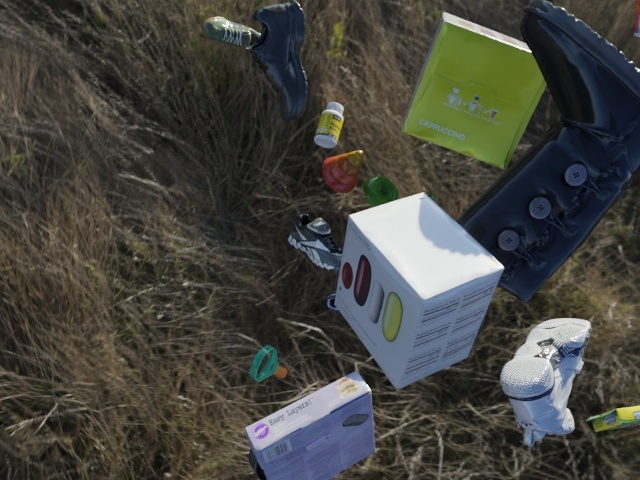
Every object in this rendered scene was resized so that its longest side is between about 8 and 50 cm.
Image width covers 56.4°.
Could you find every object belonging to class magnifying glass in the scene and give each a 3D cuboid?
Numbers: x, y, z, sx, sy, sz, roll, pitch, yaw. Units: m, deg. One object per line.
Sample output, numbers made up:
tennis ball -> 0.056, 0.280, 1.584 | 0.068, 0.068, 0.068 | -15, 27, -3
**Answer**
magnifying glass -> -0.126, 0.326, 1.534 | 0.026, 0.231, 0.092 | 24, 77, 18

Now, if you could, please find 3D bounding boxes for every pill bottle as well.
pill bottle -> 0.027, -0.320, 1.653 | 0.065, 0.065, 0.117 | 20, 74, -18

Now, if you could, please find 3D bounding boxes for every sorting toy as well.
sorting toy -> 0.189, -0.171, 1.751 | 0.365, 0.126, 0.127 | 24, 53, -20

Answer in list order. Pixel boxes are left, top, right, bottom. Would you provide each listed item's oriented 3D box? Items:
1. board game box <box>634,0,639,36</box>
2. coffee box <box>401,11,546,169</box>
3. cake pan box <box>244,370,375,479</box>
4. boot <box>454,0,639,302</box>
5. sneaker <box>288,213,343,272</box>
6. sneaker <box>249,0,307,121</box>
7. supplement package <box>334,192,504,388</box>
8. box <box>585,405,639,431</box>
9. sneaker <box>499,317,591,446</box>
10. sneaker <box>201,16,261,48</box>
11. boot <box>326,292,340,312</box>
board game box -> 0.464, -0.360, 0.661 | 0.144, 0.142, 0.275 | -35, 137, -7
coffee box -> 0.469, -0.465, 1.831 | 0.337, 0.338, 0.334 | 21, 26, 2
cake pan box -> -0.014, 0.416, 1.229 | 0.266, 0.246, 0.070 | -25, 43, -16
boot -> 0.384, -0.153, 1.105 | 0.367, 0.445, 0.146 | 41, 22, 2
sneaker -> 0.000, 0.000, 1.567 | 0.078, 0.234, 0.106 | -11, 122, -39
sneaker -> -0.105, -0.427, 1.445 | 0.130, 0.109, 0.287 | -13, 116, -20
supplement package -> 0.139, 0.075, 0.923 | 0.149, 0.203, 0.194 | -18, 47, -25
box -> 0.779, 0.451, 1.521 | 0.179, 0.105, 0.043 | 0, 63, -15
sneaker -> 0.589, 0.354, 1.526 | 0.365, 0.137, 0.210 | -30, 112, -38
sneaker -> -0.229, -0.563, 1.630 | 0.192, 0.086, 0.064 | -17, 128, -58
boot -> 0.109, 0.135, 1.274 | 0.086, 0.189, 0.069 | -25, 110, -49
